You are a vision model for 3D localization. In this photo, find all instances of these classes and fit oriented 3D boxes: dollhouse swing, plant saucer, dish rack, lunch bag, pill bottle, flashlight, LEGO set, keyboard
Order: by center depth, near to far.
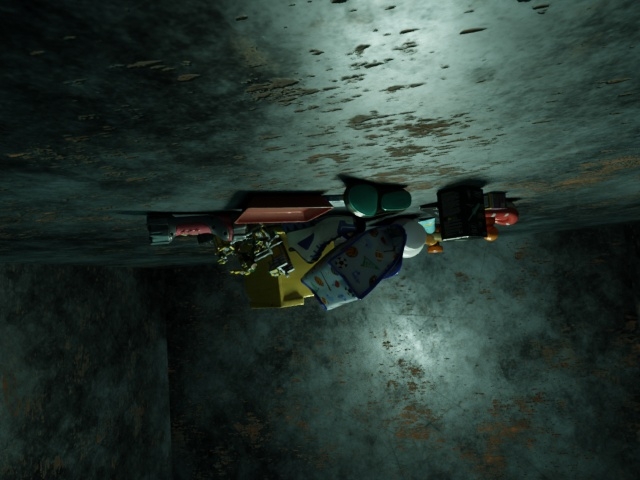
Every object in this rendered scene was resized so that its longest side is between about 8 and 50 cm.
[{"bbox_3d":[-0.123,-0.098,1.302,0.259,0.047,0.258,-2,174,-20],"label":"plant saucer"},{"bbox_3d":[-0.403,-0.034,1.375,0.304,0.103,0.103,-7,-150,-25],"label":"flashlight"},{"bbox_3d":[-0.247,0.070,1.616,0.255,0.192,0.331,-24,155,-2],"label":"LEGO set"},{"bbox_3d":[0.473,-0.113,1.622,0.108,0.023,0.180,-1,169,43],"label":"keyboard"},{"bbox_3d":[-0.359,-0.024,1.732,0.272,0.074,0.208,-2,175,-37],"label":"dish rack"},{"bbox_3d":[0.161,0.097,1.761,0.385,0.239,0.328,-41,-176,-30],"label":"lunch bag"},{"bbox_3d":[-0.141,0.116,1.933,0.315,0.346,0.305,-10,176,44],"label":"dollhouse swing"},{"bbox_3d":[0.364,-0.004,1.952,0.182,0.181,0.323,-3,174,-15],"label":"pill bottle"}]

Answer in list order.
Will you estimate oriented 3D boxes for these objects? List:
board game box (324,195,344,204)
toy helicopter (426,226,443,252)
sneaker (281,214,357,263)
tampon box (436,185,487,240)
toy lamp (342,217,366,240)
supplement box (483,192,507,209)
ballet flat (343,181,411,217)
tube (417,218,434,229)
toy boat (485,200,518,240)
[{"bbox_3d":[0.050,-0.123,1.319,0.090,0.020,0.090,-3,174,-11],"label":"board game box"},{"bbox_3d":[0.503,-0.006,2.289,0.355,0.140,0.235,-4,173,14],"label":"toy helicopter"},{"bbox_3d":[-0.001,0.000,1.693,0.316,0.182,0.127,-6,175,17],"label":"sneaker"},{"bbox_3d":[0.454,-0.083,1.340,0.121,0.160,0.101,2,172,-40],"label":"tampon box"},{"bbox_3d":[0.144,-0.043,1.900,0.080,0.080,0.274,-4,174,-5],"label":"toy lamp"},{"bbox_3d":[0.610,-0.137,1.471,0.083,0.054,0.043,-1,175,-26],"label":"supplement box"},{"bbox_3d":[0.143,-0.111,1.190,0.281,0.095,0.096,1,-176,-42],"label":"ballet flat"},{"bbox_3d":[0.526,-0.079,2.039,0.080,0.052,0.207,-18,165,16],"label":"tube"},{"bbox_3d":[0.667,-0.074,1.647,0.231,0.151,0.151,-3,174,-16],"label":"toy boat"}]
